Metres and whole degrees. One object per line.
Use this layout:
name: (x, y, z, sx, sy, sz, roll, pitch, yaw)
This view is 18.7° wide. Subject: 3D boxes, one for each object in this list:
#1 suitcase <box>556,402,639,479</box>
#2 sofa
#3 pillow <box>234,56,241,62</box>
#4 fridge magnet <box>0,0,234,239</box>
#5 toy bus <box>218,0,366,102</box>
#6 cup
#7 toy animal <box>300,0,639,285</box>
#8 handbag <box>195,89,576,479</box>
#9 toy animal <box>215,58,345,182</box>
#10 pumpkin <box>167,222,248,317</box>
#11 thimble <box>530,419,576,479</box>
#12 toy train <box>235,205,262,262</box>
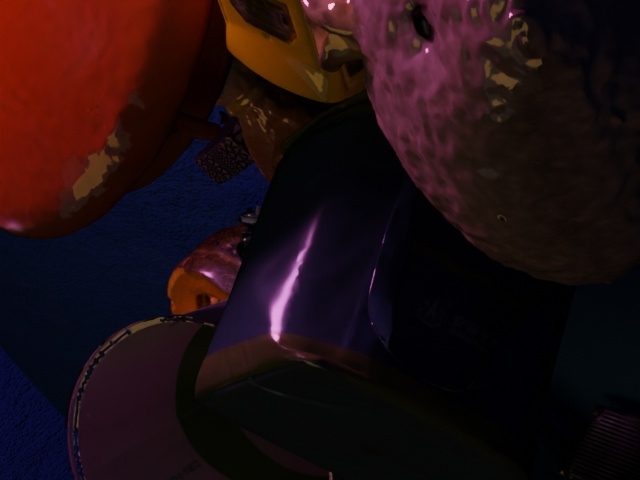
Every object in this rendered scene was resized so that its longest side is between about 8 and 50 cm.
suitcase: (0.276, 0.197, 1.702, 0.059, 0.086, 0.126, 39, 167, -35)
sofa: (-0.074, -0.094, 1.824, 0.039, 0.060, 0.118, 40, 160, -9)
pillow: (-0.045, -0.176, 1.561, 0.241, 0.093, 0.051, 24, 131, 45)
fridge magnet: (-0.189, -0.177, 1.536, 0.155, 0.363, 0.364, 12, -176, -39)
toy bus: (-0.001, -0.209, 1.315, 0.144, 0.152, 0.330, 30, 156, 30)
cup: (-0.051, 0.149, 1.723, 0.253, 0.274, 0.253, 8, 108, 24)
toy animal: (0.131, -0.098, 1.234, 0.226, 0.188, 0.358, 42, 164, 38)
handbag: (0.064, 0.051, 1.483, 0.263, 0.241, 0.222, 26, 155, -19)
toy animal: (-0.031, -0.122, 1.634, 0.185, 0.104, 0.184, 55, 160, -15)
pumpkin: (-0.003, 0.110, 1.981, 0.317, 0.139, 0.221, 31, 152, 24)
thimble: (0.159, 0.260, 1.873, 0.172, 0.205, 0.250, 37, 165, 17)
toy train: (0.000, 0.000, 1.742, 0.105, 0.178, 0.071, 2, 97, 32)
